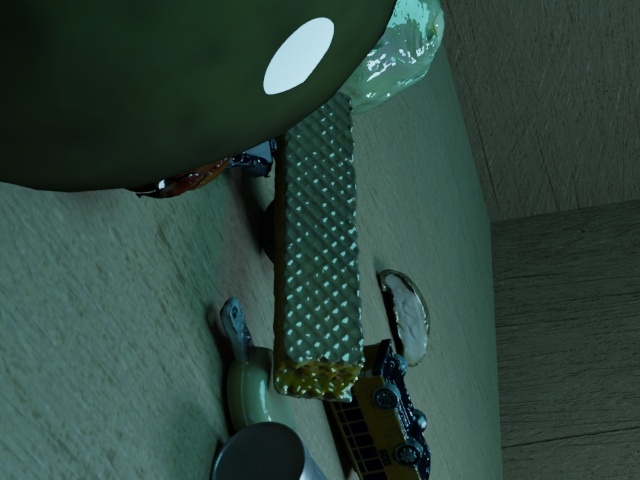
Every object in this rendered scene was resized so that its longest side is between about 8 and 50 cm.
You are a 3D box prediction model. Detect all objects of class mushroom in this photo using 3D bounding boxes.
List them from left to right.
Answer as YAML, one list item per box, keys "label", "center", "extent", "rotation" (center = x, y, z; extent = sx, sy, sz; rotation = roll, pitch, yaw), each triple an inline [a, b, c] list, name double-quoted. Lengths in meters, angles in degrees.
- label: "mushroom"
  center: [0.166, 0.133, 1.616]
  extent: [0.094, 0.072, 0.210]
  rotation: [-80, 156, -68]

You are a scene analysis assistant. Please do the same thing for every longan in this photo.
- label: "longan"
  center: [-0.116, -0.223, 0.441]
  extent: [0.404, 0.336, 0.405]
  rotation: [2, 87, -44]

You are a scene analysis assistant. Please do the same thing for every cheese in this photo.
- label: "cheese"
  center: [-0.068, 0.139, 0.896]
  extent: [0.092, 0.047, 0.171]
  rotation: [-23, 103, -73]

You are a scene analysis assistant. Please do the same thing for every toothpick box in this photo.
- label: "toothpick box"
  center: [-0.035, 0.259, 0.853]
  extent: [0.149, 0.098, 0.098]
  rotation: [64, 24, -44]

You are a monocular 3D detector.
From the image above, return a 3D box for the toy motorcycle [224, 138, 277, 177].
- label: "toy motorcycle"
  center: [-0.097, -0.126, 0.890]
  extent: [0.215, 0.080, 0.123]
  rotation: [-9, 91, -70]

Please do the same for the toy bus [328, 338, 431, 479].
- label: "toy bus"
  center: [0.081, 0.253, 1.204]
  extent: [0.098, 0.114, 0.201]
  rotation: [-62, 134, -64]

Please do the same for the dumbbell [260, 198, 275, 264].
- label: "dumbbell"
  center: [0.000, 0.000, 1.109]
  extent: [0.254, 0.110, 0.110]
  rotation: [32, 50, -75]

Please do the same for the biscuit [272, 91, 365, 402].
- label: "biscuit"
  center: [-0.007, -0.013, 0.950]
  extent: [0.054, 0.094, 0.379]
  rotation: [121, -27, -56]

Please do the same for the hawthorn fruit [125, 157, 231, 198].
- label: "hawthorn fruit"
  center: [-0.127, -0.119, 0.664]
  extent: [0.148, 0.148, 0.172]
  rotation: [40, 51, -65]

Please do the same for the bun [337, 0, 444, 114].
- label: "bun"
  center: [0.082, -0.313, 1.251]
  extent: [0.283, 0.179, 0.283]
  rotation: [-26, 126, -42]
